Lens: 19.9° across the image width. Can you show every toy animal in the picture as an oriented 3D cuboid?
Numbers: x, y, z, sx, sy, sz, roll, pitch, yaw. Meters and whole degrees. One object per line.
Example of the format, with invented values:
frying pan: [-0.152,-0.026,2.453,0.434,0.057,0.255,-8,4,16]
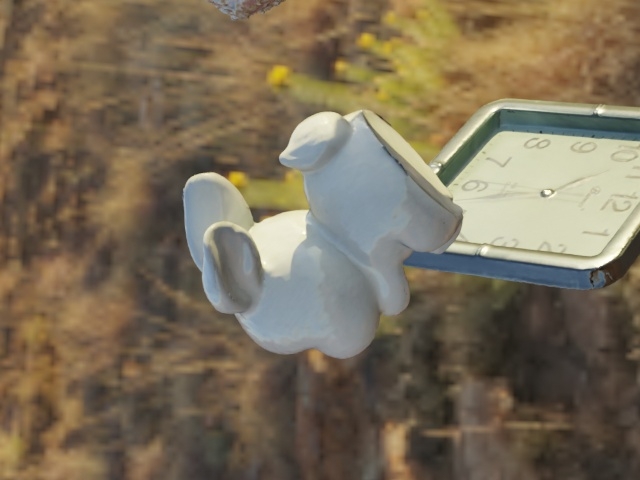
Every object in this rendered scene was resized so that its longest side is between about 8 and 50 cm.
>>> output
toy animal: [0.000,-0.008,1.392,0.193,0.178,0.127,-35,37,7]

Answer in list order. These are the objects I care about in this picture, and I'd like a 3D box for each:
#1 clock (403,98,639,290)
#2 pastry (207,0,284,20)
clock: [0.220,-0.046,1.794,0.278,0.273,0.049,8,130,36]
pastry: [-0.120,-0.301,1.811,0.103,0.265,0.112,-43,34,20]
